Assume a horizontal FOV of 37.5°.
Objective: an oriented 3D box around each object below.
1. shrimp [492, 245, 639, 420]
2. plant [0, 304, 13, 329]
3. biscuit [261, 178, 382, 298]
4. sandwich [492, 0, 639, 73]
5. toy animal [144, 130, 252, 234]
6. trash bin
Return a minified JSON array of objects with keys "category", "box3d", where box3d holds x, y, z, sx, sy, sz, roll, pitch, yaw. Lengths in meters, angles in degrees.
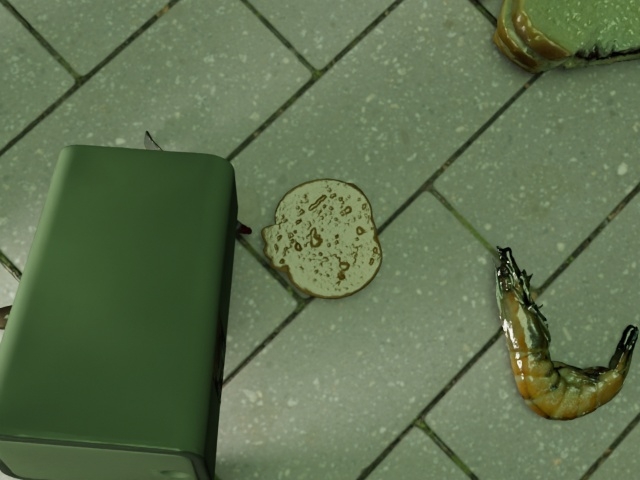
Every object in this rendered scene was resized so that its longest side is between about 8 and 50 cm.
[{"category":"shrimp","box3d":[0.344,0.114,1.321,0.198,0.051,0.262,-17,86,-15]},{"category":"plant","box3d":[-0.277,0.092,1.181,0.194,0.182,0.321,25,72,18]},{"category":"biscuit","box3d":[0.000,0.000,1.302,0.170,0.050,0.170,0,86,1]},{"category":"sandwich","box3d":[0.415,-0.314,1.364,0.288,0.099,0.254,36,73,0]},{"category":"toy animal","box3d":[-0.180,-0.063,1.284,0.202,0.070,0.105,33,54,2]},{"category":"trash bin","box3d":[-0.206,0.076,1.006,0.222,0.158,0.344,5,63,1]}]
